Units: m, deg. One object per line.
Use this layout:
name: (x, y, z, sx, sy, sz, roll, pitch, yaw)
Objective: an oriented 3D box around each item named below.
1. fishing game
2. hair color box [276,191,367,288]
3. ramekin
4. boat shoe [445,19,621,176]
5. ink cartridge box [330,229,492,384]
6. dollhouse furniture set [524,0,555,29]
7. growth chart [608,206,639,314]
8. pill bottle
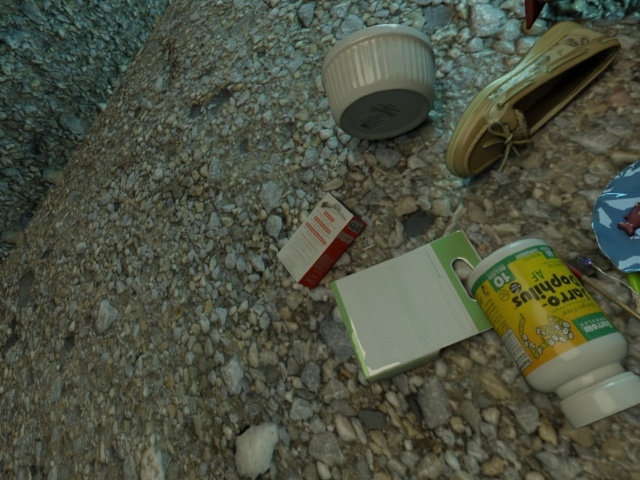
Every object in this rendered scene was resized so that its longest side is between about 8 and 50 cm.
fishing game: (0.424, -0.030, 0.482, 0.264, 0.041, 0.189, -47, 47, 10)
hair color box: (0.000, 0.000, 0.811, 0.167, 0.053, 0.093, -51, 48, 11)
ramekin: (0.109, -0.270, 0.750, 0.207, 0.207, 0.108, -16, 72, 32)
boat shoe: (0.310, -0.204, 0.627, 0.285, 0.105, 0.089, -49, 47, 9)
ink cartridge box: (0.151, 0.102, 0.654, 0.235, 0.056, 0.171, -22, 57, 2)
dollhouse furniture set: (0.477, -0.514, 0.631, 0.202, 0.152, 0.374, 18, 66, 41)
growth chart: (0.475, -0.015, 0.477, 0.238, 0.021, 0.171, -19, 60, 29)
pill bottle: (0.283, 0.109, 0.506, 0.118, 0.118, 0.208, -36, 53, 20)
